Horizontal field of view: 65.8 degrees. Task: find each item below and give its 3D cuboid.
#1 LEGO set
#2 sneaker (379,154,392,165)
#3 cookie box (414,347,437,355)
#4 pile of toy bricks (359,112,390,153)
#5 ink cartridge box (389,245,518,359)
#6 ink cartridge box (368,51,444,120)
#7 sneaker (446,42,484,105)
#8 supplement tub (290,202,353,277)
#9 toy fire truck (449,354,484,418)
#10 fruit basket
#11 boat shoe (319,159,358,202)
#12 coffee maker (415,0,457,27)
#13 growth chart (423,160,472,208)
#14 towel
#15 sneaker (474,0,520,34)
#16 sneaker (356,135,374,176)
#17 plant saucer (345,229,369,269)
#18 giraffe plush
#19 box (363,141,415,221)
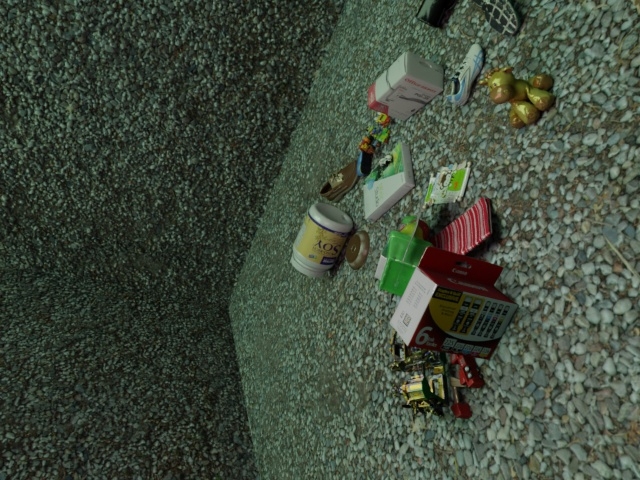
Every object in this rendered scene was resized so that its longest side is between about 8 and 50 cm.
[{"bbox_3d":[0.283,0.412,1.610,0.192,0.255,0.331,-21,57,31],"label":"LEGO set"},{"bbox_3d":[0.291,-0.353,2.230,0.083,0.032,0.037,-39,41,54],"label":"sneaker"},{"bbox_3d":[0.374,0.378,1.761,0.092,0.040,0.107,-25,54,59],"label":"cookie box"},{"bbox_3d":[0.288,-0.507,2.403,0.105,0.118,0.212,34,92,36],"label":"pile of toy bricks"},{"bbox_3d":[0.407,0.189,1.463,0.272,0.309,0.130,-69,25,16],"label":"ink cartridge box"},{"bbox_3d":[0.367,-0.662,2.151,0.283,0.207,0.117,-31,50,58],"label":"ink cartridge box"},{"bbox_3d":[0.552,-0.638,1.885,0.085,0.086,0.237,34,107,67],"label":"sneaker"},{"bbox_3d":[0.000,0.000,2.554,0.331,0.241,0.241,-65,26,24],"label":"supplement tub"},{"bbox_3d":[0.447,0.444,1.558,0.192,0.047,0.135,-102,33,-46],"label":"toy fire truck"},{"bbox_3d":[0.312,0.014,1.812,0.327,0.165,0.353,98,-172,-50],"label":"fruit basket"},{"bbox_3d":[0.100,-0.317,2.661,0.324,0.116,0.123,-50,35,45],"label":"boat shoe"},{"bbox_3d":[0.489,-1.030,2.138,0.120,0.171,0.178,51,127,42],"label":"coffee maker"},{"bbox_3d":[0.481,-0.213,1.884,0.237,0.021,0.172,-6,71,64],"label":"growth chart"},{"bbox_3d":[0.467,-0.012,1.683,0.275,0.031,0.199,-44,20,40],"label":"towel"},{"bbox_3d":[0.648,-0.852,1.771,0.107,0.110,0.275,111,144,-60],"label":"sneaker"},{"bbox_3d":[0.222,-0.429,2.517,0.082,0.069,0.209,-179,102,-70],"label":"sneaker"},{"bbox_3d":[0.173,0.043,2.403,0.198,0.036,0.198,-43,41,52],"label":"plant saucer"},{"bbox_3d":[0.607,-0.480,1.567,0.181,0.170,0.210,-50,34,45],"label":"giraffe plush"},{"bbox_3d":[0.304,-0.262,2.255,0.322,0.058,0.232,-44,39,48],"label":"box"}]
